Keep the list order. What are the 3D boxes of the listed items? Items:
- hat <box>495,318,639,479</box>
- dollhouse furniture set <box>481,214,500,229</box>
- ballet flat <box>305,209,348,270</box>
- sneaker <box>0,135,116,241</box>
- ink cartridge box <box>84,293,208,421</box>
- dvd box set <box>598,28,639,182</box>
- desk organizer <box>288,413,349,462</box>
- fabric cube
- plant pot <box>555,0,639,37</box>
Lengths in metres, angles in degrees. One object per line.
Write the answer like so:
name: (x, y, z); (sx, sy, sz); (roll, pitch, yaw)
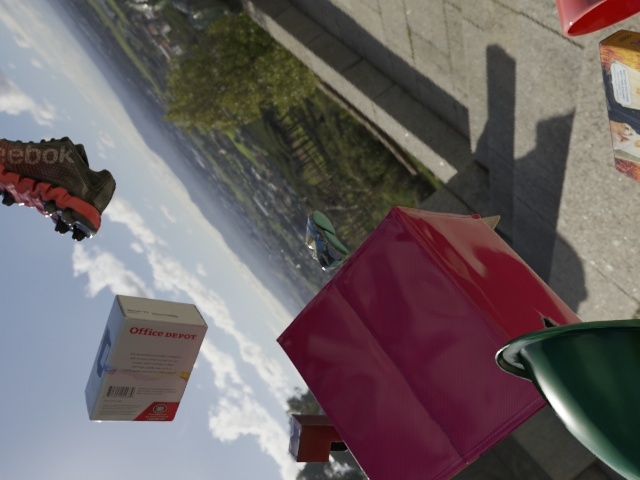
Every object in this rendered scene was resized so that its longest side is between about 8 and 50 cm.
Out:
hat: (0.223, 0.164, 0.390); (0.209, 0.183, 0.173); (-14, 148, 37)
dollhouse furniture set: (0.312, 0.050, 1.244); (0.144, 0.123, 0.151); (-10, 113, 35)
ballet flat: (0.000, 0.000, 1.172); (0.070, 0.070, 0.188); (55, -176, -27)
sneaker: (-0.446, -0.112, 0.933); (0.276, 0.135, 0.097); (26, 153, 3)
ink cartridge box: (-0.259, 0.177, 0.880); (0.128, 0.175, 0.072); (13, -163, -33)
dvd box set: (0.662, -0.176, 1.011); (0.307, 0.062, 0.420); (63, 176, -34)
desk organizer: (0.025, 0.267, 0.801); (0.130, 0.050, 0.047); (8, 180, -20)
fabric cube: (0.156, 0.136, 0.756); (0.254, 0.259, 0.258); (1, -134, -52)
plant pot: (0.602, -0.602, 1.238); (0.275, 0.275, 0.243); (138, 113, -83)
